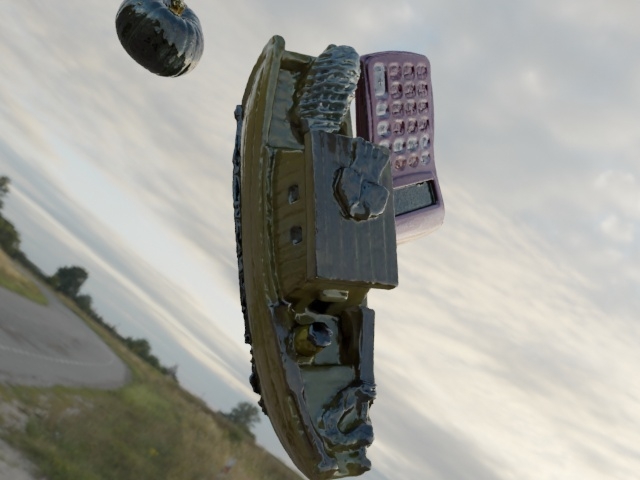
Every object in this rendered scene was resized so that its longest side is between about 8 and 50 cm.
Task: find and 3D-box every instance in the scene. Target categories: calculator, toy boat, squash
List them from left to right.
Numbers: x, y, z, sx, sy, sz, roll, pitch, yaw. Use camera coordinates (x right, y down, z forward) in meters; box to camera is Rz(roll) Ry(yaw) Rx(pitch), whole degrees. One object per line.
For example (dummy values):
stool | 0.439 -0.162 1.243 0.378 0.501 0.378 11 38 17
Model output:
squash | -0.313 -0.411 1.386 0.193 0.156 0.193 46 0 0
toy boat | 0.000 0.000 0.494 0.089 0.321 0.121 7 -20 -31
calculator | 0.078 -0.091 0.698 0.034 0.126 0.191 1 -79 40
